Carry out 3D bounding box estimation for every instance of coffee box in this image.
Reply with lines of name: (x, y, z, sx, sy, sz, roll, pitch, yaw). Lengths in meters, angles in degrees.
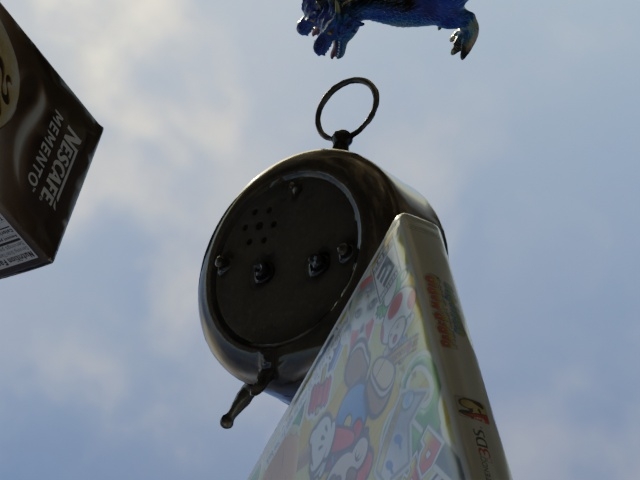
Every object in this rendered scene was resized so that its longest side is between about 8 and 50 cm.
coffee box: (-0.316, -0.122, 1.453, 0.119, 0.297, 0.168, -16, -140, 27)

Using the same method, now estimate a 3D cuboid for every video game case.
video game case: (0.005, 0.131, 0.787, 0.026, 0.227, 0.206, 20, -152, -18)

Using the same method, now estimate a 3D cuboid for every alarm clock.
alarm clock: (0.000, 0.000, 0.945, 0.129, 0.192, 0.064, -8, 151, 37)

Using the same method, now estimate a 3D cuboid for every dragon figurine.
dragon figurine: (0.107, -0.248, 1.587, 0.144, 0.289, 0.085, 22, -147, -43)
